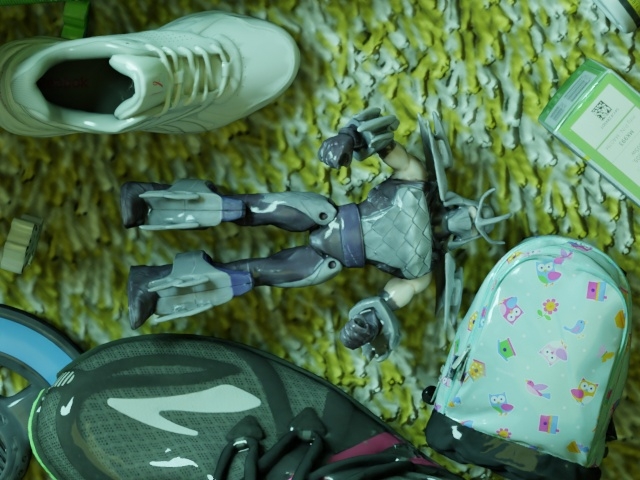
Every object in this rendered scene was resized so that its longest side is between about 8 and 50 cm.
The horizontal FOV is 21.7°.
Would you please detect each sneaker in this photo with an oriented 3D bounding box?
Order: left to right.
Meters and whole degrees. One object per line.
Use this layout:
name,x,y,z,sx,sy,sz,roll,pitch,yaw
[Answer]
sneaker,-0.116,-0.110,1.178,0.232,0.115,0.090,-12,102,-18
sneaker,0.015,0.191,1.164,0.482,0.202,0.185,24,76,12

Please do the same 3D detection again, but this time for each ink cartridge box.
ink cartridge box,0.259,-0.040,1.200,0.209,0.109,0.062,39,99,-5

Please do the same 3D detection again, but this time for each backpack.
backpack,0.166,0.086,1.222,0.152,0.115,0.182,18,97,1

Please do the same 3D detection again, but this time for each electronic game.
electronic game,-0.267,0.158,1.278,0.229,0.048,0.229,0,100,1

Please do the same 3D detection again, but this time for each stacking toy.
stacking toy,-0.274,-0.096,1.234,0.167,0.052,0.221,16,99,-1

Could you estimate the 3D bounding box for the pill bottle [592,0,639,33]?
pill bottle,0.244,-0.208,1.195,0.116,0.065,0.065,-41,96,8

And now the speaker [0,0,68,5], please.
speaker,-0.161,-0.227,1.162,0.296,0.131,0.131,-5,99,-2

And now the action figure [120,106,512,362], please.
action figure,0.000,0.000,1.222,0.285,0.099,0.185,-6,94,-1
